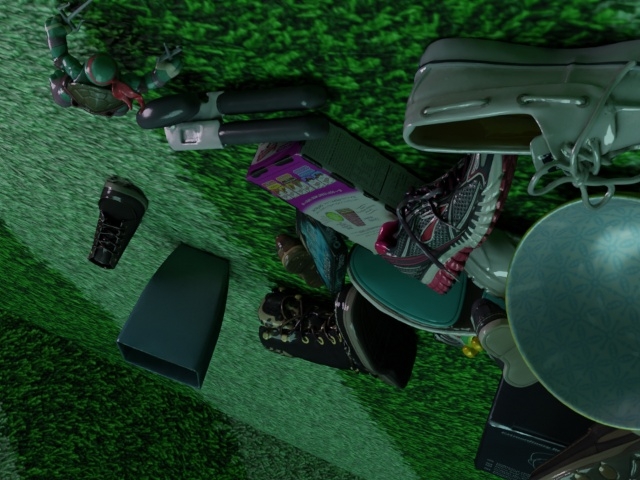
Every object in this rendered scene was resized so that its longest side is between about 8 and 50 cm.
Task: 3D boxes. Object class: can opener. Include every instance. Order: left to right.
[{"bbox_3d":[-0.121,-0.155,1.320,0.283,0.076,0.095,2,-171,42],"label":"can opener"}]

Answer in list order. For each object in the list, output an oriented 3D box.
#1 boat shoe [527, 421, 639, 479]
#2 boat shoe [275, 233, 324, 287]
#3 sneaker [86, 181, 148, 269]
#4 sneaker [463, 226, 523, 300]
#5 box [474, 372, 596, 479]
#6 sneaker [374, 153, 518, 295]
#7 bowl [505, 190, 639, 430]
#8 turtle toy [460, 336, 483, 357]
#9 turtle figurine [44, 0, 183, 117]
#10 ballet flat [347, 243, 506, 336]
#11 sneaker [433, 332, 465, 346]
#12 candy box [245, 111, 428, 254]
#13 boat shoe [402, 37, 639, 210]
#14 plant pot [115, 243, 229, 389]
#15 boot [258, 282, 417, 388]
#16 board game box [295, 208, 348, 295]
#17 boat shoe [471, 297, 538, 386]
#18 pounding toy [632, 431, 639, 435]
[{"bbox_3d":[0.465,0.296,1.495,0.355,0.130,0.132,-27,117,22],"label":"boat shoe"},{"bbox_3d":[-0.023,0.031,1.774,0.060,0.064,0.178,54,-172,28],"label":"boat shoe"},{"bbox_3d":[-0.375,-0.021,1.893,0.083,0.118,0.222,21,160,0],"label":"sneaker"},{"bbox_3d":[0.296,0.039,1.407,0.297,0.129,0.111,38,-160,3],"label":"sneaker"},{"bbox_3d":[0.441,0.307,1.778,0.293,0.212,0.395,18,160,11],"label":"box"},{"bbox_3d":[0.151,-0.039,1.247,0.112,0.121,0.299,26,142,0],"label":"sneaker"},{"bbox_3d":[0.388,0.066,1.253,0.289,0.289,0.156,7,-161,35],"label":"bowl"},{"bbox_3d":[0.264,0.132,1.706,0.066,0.095,0.130,42,161,7],"label":"turtle toy"},{"bbox_3d":[-0.280,-0.216,1.321,0.175,0.118,0.234,27,165,-14],"label":"turtle figurine"},{"bbox_3d":[0.236,0.085,1.568,0.400,0.139,0.139,13,158,20],"label":"ballet flat"},{"bbox_3d":[0.219,0.146,1.803,0.075,0.063,0.170,-2,155,35],"label":"sneaker"},{"bbox_3d":[0.037,-0.072,1.418,0.233,0.071,0.159,31,158,-23],"label":"candy box"},{"bbox_3d":[0.242,-0.104,1.005,0.367,0.156,0.136,11,158,28],"label":"boat shoe"},{"bbox_3d":[-0.269,0.142,2.034,0.165,0.234,0.166,21,159,3],"label":"plant pot"},{"bbox_3d":[0.012,0.161,1.960,0.284,0.138,0.377,12,163,24],"label":"boot"},{"bbox_3d":[0.000,0.000,1.597,0.126,0.026,0.186,60,169,19],"label":"board game box"},{"bbox_3d":[0.267,0.142,1.457,0.075,0.065,0.206,-34,140,10],"label":"boat shoe"},{"bbox_3d":[0.462,0.190,1.411,0.155,0.154,0.269,28,-175,1],"label":"pounding toy"}]
